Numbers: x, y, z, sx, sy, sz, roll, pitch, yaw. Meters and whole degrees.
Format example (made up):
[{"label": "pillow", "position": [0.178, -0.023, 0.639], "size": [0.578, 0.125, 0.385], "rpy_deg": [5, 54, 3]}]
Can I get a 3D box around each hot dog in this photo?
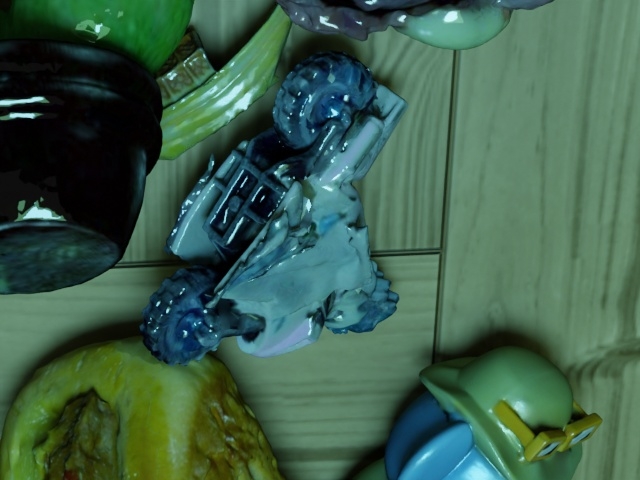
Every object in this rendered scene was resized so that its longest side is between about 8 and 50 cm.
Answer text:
[{"label": "hot dog", "position": [-0.105, 0.281, 1.146], "size": [0.185, 0.223, 0.405], "rpy_deg": [-14, 116, 29]}]

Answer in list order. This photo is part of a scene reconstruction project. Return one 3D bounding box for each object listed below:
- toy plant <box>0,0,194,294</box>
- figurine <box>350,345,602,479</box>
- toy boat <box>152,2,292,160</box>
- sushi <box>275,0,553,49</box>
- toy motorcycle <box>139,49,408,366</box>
[{"label": "toy plant", "position": [-0.180, -0.095, 0.981], "size": [0.218, 0.235, 0.175], "rpy_deg": [-10, 159, 7]}, {"label": "figurine", "position": [0.110, 0.191, 1.220], "size": [0.180, 0.154, 0.262], "rpy_deg": [5, 135, -21]}, {"label": "toy boat", "position": [-0.078, -0.110, 1.062], "size": [0.172, 0.065, 0.066], "rpy_deg": [-36, 98, 9]}, {"label": "sushi", "position": [0.079, -0.227, 0.960], "size": [0.270, 0.171, 0.236], "rpy_deg": [-4, 118, -12]}, {"label": "toy motorcycle", "position": [-0.003, -0.003, 1.104], "size": [0.239, 0.108, 0.204], "rpy_deg": [-46, 139, 19]}]
